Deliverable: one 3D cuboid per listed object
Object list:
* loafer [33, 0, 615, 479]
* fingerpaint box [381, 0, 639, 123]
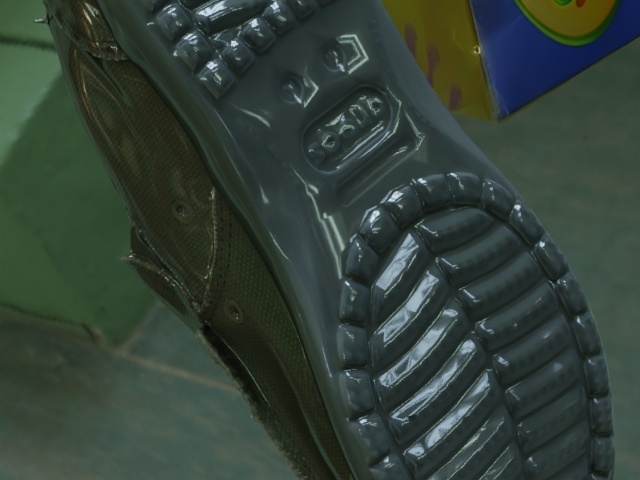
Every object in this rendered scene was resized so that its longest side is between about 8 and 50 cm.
[{"bbox_3d":[0.000,0.000,0.443,0.094,0.251,0.087,-31,8,-31],"label":"loafer"},{"bbox_3d":[0.101,-0.331,0.615,0.371,0.445,0.163,-33,32,-28],"label":"fingerpaint box"}]
